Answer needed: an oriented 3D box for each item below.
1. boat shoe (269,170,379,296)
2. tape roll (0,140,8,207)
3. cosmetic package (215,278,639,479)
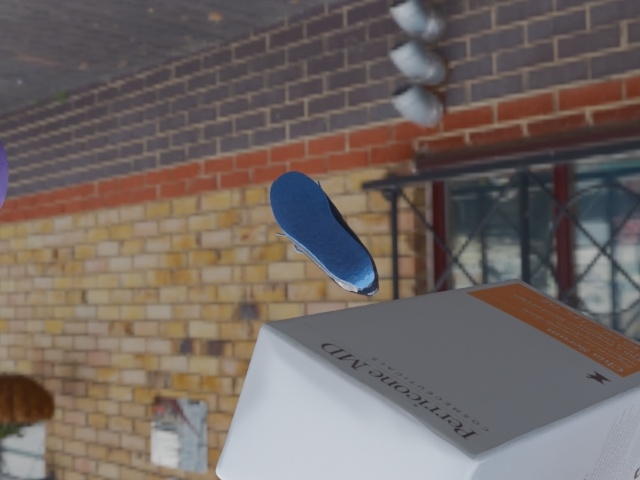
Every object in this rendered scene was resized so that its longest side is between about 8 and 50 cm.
[{"bbox_3d":[0.000,0.000,1.602,0.109,0.258,0.089,-33,145,2],"label":"boat shoe"},{"bbox_3d":[-0.558,-0.096,1.505,0.189,0.188,0.080,-2,174,23],"label":"tape roll"},{"bbox_3d":[0.148,0.169,0.986,0.230,0.161,0.453,29,-159,33],"label":"cosmetic package"}]
